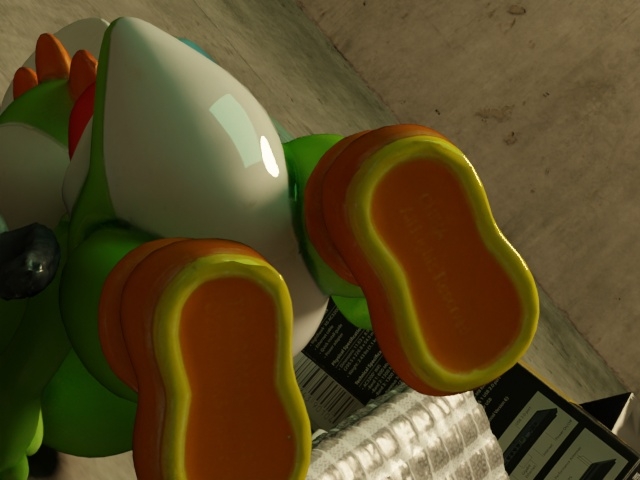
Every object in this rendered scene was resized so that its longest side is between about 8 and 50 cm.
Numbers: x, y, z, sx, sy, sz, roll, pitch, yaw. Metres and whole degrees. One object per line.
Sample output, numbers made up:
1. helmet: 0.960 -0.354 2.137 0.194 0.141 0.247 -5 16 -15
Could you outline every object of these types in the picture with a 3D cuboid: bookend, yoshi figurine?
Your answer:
1. bookend: 0.232 0.234 1.700 0.072 0.156 0.157 46 54 -16
2. yoshi figurine: -0.063 0.034 0.782 0.203 0.203 0.362 25 -4 -28

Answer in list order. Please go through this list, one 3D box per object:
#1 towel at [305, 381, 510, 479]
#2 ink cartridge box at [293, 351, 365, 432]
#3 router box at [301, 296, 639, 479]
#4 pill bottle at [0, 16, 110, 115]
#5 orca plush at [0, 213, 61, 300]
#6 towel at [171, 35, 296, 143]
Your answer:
1. towel: 0.039 0.192 0.758 0.235 0.121 0.283 49 28 7
2. ink cartridge box: 0.082 0.174 1.278 0.206 0.045 0.208 39 -1 37
3. router box: 0.123 0.125 1.168 0.243 0.081 0.309 38 0 27
4. pill bottle: -0.103 -0.044 1.213 0.221 0.121 0.121 42 12 -35
5. orca plush: -0.155 0.066 0.647 0.287 0.151 0.102 -120 -163 -59
6. towel: 0.000 0.000 1.493 0.271 0.040 0.370 41 12 -44
